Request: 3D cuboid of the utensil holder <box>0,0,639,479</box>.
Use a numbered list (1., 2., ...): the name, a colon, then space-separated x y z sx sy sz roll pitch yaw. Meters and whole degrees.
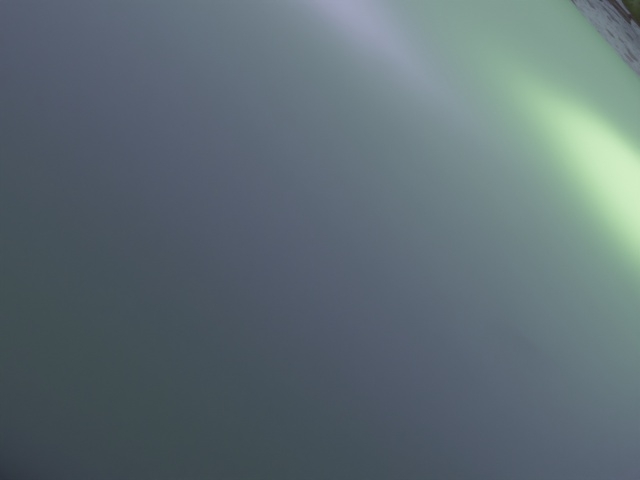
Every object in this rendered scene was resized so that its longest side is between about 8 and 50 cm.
1. utensil holder: -0.057 -0.033 0.683 0.385 0.327 0.327 42 21 -22
